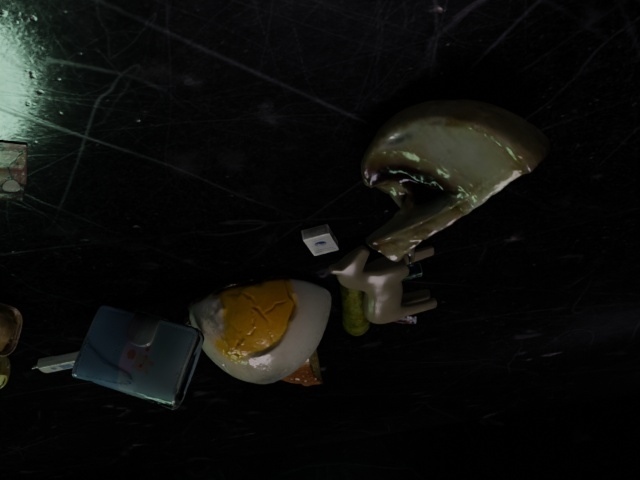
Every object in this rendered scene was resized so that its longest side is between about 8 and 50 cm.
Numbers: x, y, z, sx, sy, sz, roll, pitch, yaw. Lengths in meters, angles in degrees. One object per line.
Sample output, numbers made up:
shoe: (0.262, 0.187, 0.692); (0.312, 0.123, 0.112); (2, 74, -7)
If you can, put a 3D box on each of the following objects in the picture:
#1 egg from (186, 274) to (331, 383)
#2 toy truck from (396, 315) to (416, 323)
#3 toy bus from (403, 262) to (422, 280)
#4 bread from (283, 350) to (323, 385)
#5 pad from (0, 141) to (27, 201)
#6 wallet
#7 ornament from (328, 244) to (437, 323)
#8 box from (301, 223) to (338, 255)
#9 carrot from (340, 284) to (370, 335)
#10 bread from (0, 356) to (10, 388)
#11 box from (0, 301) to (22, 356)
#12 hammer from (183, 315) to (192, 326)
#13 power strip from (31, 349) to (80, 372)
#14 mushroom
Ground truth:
egg: (-0.130, 0.223, 1.522); (0.337, 0.201, 0.337); (-5, 154, -3)
toy truck: (0.226, 0.210, 1.800); (0.083, 0.024, 0.032); (10, 170, -30)
toy bus: (0.188, 0.075, 1.515); (0.083, 0.031, 0.037); (-15, 160, 11)
bread: (-0.072, 0.310, 1.790); (0.134, 0.129, 0.260); (-9, 152, 1)
pad: (-0.546, -0.103, 0.957); (0.235, 0.003, 0.158); (3, 151, -24)
wallet: (-0.382, 0.240, 1.423); (0.251, 0.176, 0.075); (12, 160, 18)
ornament: (0.135, 0.087, 1.422); (0.245, 0.061, 0.230); (-15, 133, -15)
box: (0.000, 0.000, 1.314); (0.054, 0.024, 0.083); (-13, 154, 11)
carrot: (0.080, 0.136, 1.560); (0.074, 0.074, 0.358); (-9, 152, 0)
bread: (-0.818, 0.318, 1.633); (0.118, 0.064, 0.156); (10, 149, -25)
box: (-0.685, 0.170, 1.343); (0.111, 0.111, 0.177); (-22, 151, 24)
hammer: (-0.367, 0.217, 1.631); (0.178, 0.021, 0.065); (-17, 152, 21)
power strip: (-0.639, 0.304, 1.699); (0.191, 0.030, 0.047); (-12, 152, 5)
mushroom: (0.191, -0.119, 1.048); (0.292, 0.212, 0.217); (-51, 177, 38)
